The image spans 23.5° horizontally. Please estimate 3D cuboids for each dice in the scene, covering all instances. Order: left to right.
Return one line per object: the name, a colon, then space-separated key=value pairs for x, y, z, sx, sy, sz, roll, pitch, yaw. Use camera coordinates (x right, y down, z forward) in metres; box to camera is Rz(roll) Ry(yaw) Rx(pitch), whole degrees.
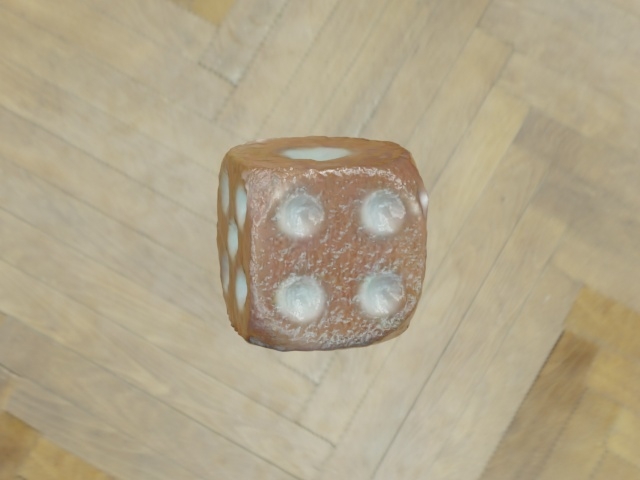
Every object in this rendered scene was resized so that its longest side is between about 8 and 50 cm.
dice: x=0.000 y=0.000 z=1.449 sx=0.174 sy=0.175 sz=0.179 roll=-4 pitch=102 yaw=-15
